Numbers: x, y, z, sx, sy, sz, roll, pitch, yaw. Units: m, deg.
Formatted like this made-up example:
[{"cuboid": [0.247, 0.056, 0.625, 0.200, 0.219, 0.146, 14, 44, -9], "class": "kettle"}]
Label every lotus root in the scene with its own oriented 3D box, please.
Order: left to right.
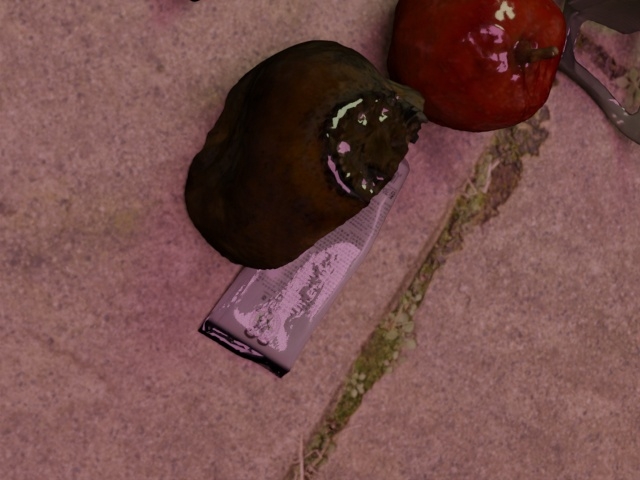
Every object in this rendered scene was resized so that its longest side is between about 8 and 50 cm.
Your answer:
[{"cuboid": [-0.026, -0.101, 1.572, 0.149, 0.260, 0.267, 36, 82, -19], "class": "lotus root"}]

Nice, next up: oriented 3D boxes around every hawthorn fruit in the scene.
[{"cuboid": [0.186, -0.221, 1.645, 0.205, 0.253, 0.205, -3, 97, -21], "class": "hawthorn fruit"}]

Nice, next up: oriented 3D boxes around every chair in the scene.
[{"cuboid": [0.408, -0.267, 1.760, 0.190, 0.203, 0.274, 24, 81, -33], "class": "chair"}]

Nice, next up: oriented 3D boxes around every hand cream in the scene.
[{"cuboid": [0.000, 0.000, 1.705, 0.121, 0.076, 0.336, 35, 89, -15], "class": "hand cream"}]
